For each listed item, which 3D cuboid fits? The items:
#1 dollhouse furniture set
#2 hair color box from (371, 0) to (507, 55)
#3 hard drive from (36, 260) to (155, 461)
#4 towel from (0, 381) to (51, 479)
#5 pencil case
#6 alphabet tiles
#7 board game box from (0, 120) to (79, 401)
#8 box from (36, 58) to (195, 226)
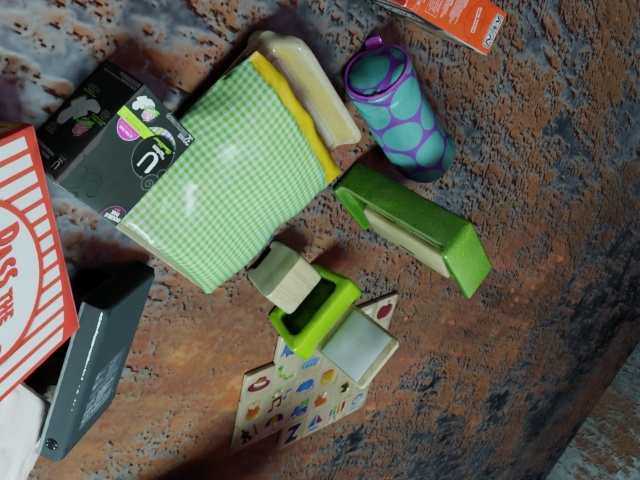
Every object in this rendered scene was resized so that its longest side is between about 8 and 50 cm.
[{"bbox_3d":[0.000,0.000,0.559,0.198,0.151,0.301,-50,143,-5],"label":"dollhouse furniture set"},{"bbox_3d":[0.094,-0.207,0.564,0.141,0.072,0.043,4,115,-49],"label":"hair color box"},{"bbox_3d":[-0.173,0.091,0.510,0.094,0.022,0.135,-62,175,-72],"label":"hard drive"},{"bbox_3d":[-0.297,0.182,0.325,0.317,0.053,0.332,74,32,-54],"label":"towel"},{"bbox_3d":[0.079,-0.118,0.624,0.152,0.064,0.070,45,45,-53],"label":"pencil case"},{"bbox_3d":[-0.007,0.175,0.815,0.237,0.009,0.198,-14,129,-41],"label":"alphabet tiles"},{"bbox_3d":[-0.214,0.036,0.340,0.193,0.045,0.147,-58,151,-58],"label":"board game box"},{"bbox_3d":[-0.140,-0.064,0.437,0.083,0.052,0.062,-49,144,-6],"label":"box"}]
